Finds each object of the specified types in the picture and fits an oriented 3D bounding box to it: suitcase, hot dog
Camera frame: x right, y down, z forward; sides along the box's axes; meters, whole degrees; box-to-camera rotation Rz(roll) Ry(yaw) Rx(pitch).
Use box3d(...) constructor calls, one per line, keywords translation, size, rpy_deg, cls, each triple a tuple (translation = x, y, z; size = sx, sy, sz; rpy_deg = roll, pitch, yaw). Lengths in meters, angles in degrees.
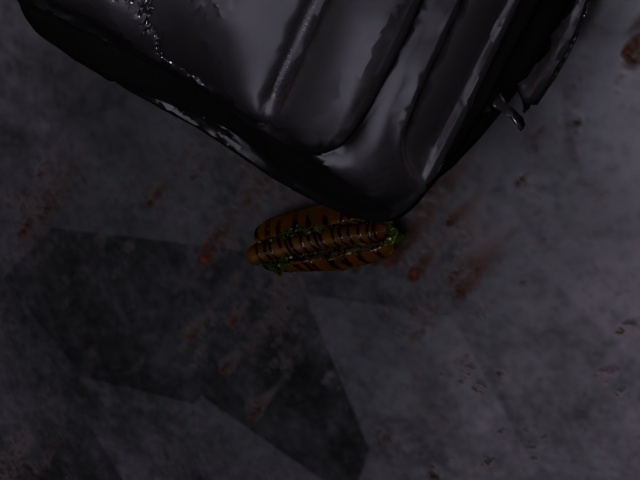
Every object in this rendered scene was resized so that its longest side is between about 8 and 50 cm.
box3d(translation=(0.011, -0.217, 0.844), size=(0.339, 0.188, 0.345), rpy_deg=(30, 120, 8), cls="suitcase")
box3d(translation=(0.000, 0.000, 1.013), size=(0.122, 0.037, 0.049), rpy_deg=(-13, 100, 30), cls="hot dog")
